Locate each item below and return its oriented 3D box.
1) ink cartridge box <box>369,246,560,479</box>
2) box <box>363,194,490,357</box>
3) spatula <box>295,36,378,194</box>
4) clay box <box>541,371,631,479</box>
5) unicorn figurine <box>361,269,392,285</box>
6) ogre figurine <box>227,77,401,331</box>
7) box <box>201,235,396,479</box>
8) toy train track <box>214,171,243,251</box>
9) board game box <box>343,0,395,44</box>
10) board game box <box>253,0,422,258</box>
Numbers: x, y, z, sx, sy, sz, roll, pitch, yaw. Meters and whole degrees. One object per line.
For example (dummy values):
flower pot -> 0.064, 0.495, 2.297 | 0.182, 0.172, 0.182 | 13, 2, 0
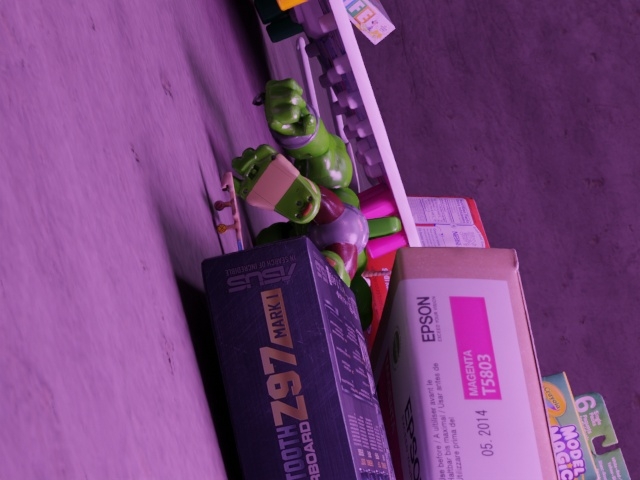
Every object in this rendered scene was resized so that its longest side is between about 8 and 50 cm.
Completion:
ink cartridge box -> 0.086, 0.150, 1.105 | 0.193, 0.088, 0.234 | 101, -12, -47
box -> 0.096, 0.081, 1.529 | 0.257, 0.128, 0.122 | -102, -163, -48
spatula -> 0.011, -0.133, 1.680 | 0.168, 0.019, 0.242 | 121, -40, -61
clay box -> 0.166, 0.202, 1.537 | 0.053, 0.222, 0.127 | 72, 4, -48
unicorn figurine -> 0.011, 0.017, 1.449 | 0.162, 0.060, 0.111 | 57, -6, 37
ogre figurine -> 0.000, 0.000, 1.087 | 0.197, 0.097, 0.118 | 63, 15, 7
box -> 0.000, 0.107, 0.874 | 0.232, 0.059, 0.183 | 48, 29, -79
toy train track -> -0.052, 0.002, 0.962 | 0.048, 0.014, 0.083 | 88, -8, -80
board game box -> 0.010, -0.265, 1.588 | 0.103, 0.026, 0.154 | 40, 17, -40
board game box -> -0.033, -0.229, 1.455 | 0.390, 0.050, 0.390 | 69, -2, -49
